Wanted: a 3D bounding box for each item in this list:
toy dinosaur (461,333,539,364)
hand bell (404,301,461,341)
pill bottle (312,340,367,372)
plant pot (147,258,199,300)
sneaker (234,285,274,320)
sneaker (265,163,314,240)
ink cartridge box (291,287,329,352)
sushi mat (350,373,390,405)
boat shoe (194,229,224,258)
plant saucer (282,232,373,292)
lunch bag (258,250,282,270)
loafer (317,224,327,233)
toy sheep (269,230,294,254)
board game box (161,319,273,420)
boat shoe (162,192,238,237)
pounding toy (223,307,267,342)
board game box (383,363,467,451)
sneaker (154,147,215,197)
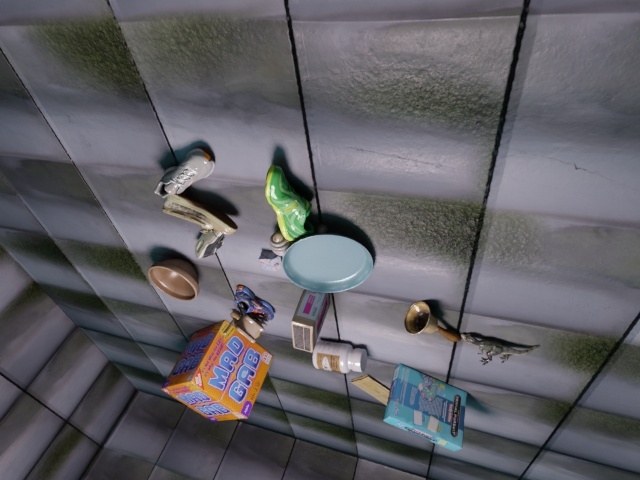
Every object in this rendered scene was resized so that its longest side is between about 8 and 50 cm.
[{"bbox_3d":[0.665,0.418,1.567,0.267,0.064,0.118,7,130,15],"label":"toy dinosaur"},{"bbox_3d":[0.446,0.332,1.566,0.241,0.126,0.126,28,141,-25],"label":"hand bell"},{"bbox_3d":[0.091,0.538,1.911,0.229,0.131,0.131,1,135,24],"label":"pill bottle"},{"bbox_3d":[-0.638,0.158,1.864,0.237,0.110,0.238,13,139,12],"label":"plant pot"},{"bbox_3d":[-0.305,0.301,1.877,0.221,0.087,0.083,39,138,-17],"label":"sneaker"},{"bbox_3d":[-0.093,-0.125,1.322,0.123,0.110,0.296,-8,135,13],"label":"sneaker"},{"bbox_3d":[-0.034,0.282,1.615,0.088,0.235,0.193,14,139,11],"label":"ink cartridge box"},{"bbox_3d":[0.316,0.797,2.168,0.316,0.019,0.151,37,137,-16],"label":"sushi mat"},{"bbox_3d":[-0.416,-0.007,1.625,0.079,0.084,0.233,3,146,-39],"label":"boat shoe"},{"bbox_3d":[0.024,0.075,1.459,0.317,0.044,0.318,1,137,1],"label":"plant saucer"},{"bbox_3d":[-0.191,0.081,1.615,0.083,0.053,0.071,2,137,10],"label":"lunch bag"},{"bbox_3d":[0.000,0.000,1.444,0.045,0.039,0.125,14,139,10],"label":"loafer"},{"bbox_3d":[-0.138,0.013,1.492,0.091,0.091,0.132,8,143,18],"label":"toy sheep"},{"bbox_3d":[-0.542,0.703,2.214,0.356,0.357,0.356,43,136,-21],"label":"board game box"},{"bbox_3d":[-0.431,-0.085,1.493,0.285,0.104,0.089,28,99,8],"label":"boat shoe"},{"bbox_3d":[-0.345,0.419,1.931,0.154,0.155,0.269,40,173,-19],"label":"pounding toy"},{"bbox_3d":[0.471,0.739,1.851,0.335,0.254,0.079,24,141,1],"label":"board game box"},{"bbox_3d":[-0.452,-0.207,1.374,0.262,0.121,0.099,-21,123,40],"label":"sneaker"}]
